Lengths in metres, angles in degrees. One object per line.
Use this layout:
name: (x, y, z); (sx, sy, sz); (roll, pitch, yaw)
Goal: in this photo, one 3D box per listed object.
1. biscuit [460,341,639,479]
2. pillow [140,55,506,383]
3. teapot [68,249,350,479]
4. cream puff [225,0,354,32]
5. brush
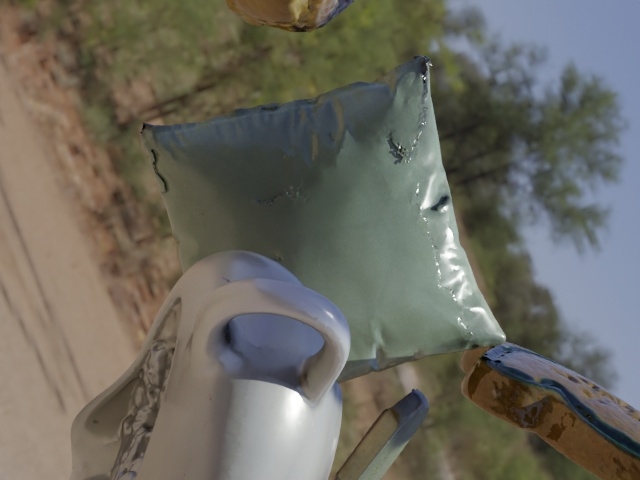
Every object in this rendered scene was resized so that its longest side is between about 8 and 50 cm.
biscuit: (0.260, 0.174, 1.588); (0.287, 0.057, 0.344); (24, 7, -28)
pillow: (0.000, 0.000, 1.540); (0.119, 0.310, 0.312); (167, -92, -80)
teapot: (-0.040, 0.071, 0.638); (0.226, 0.092, 0.145); (128, -26, -53)
cream puff: (-0.010, -0.222, 0.979); (0.129, 0.189, 0.189); (41, 1, 3)
brush: (-0.024, 0.213, 0.956); (0.020, 0.337, 0.085); (43, 31, 20)
